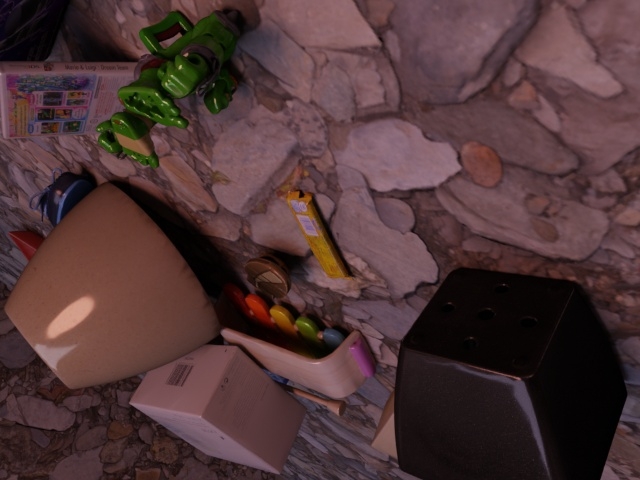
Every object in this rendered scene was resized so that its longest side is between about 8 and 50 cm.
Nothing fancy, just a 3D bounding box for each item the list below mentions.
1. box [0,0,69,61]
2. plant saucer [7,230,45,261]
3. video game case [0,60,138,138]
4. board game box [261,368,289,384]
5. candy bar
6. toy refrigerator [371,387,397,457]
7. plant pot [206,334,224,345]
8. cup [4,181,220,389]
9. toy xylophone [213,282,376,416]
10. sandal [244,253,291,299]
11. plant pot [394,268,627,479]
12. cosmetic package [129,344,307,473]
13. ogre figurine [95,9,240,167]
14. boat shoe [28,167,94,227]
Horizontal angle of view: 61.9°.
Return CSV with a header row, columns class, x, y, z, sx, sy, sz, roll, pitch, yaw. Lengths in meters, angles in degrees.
class,x,y,z,sx,sy,sz,roll,pitch,yaw
box,-0.351,-0.219,0.527,0.103,0.184,0.261,46,149,-19
plant saucer,-0.720,0.086,1.502,0.259,0.048,0.258,30,151,9
video game case,-0.289,-0.160,0.617,0.157,0.143,0.019,-27,76,58
board game box,-0.128,0.292,1.230,0.090,0.020,0.090,5,138,42
candy bar,0.000,0.000,0.666,0.040,0.018,0.162,7,141,34
toy refrigerator,0.159,0.274,0.841,0.102,0.094,0.270,21,150,10
plant pot,-0.296,0.205,1.182,0.237,0.110,0.237,25,151,15
cup,-0.363,0.105,0.891,0.331,0.237,0.331,37,151,25
toy xylophone,-0.055,0.197,0.950,0.322,0.081,0.236,18,147,27
sandal,-0.073,0.049,0.792,0.072,0.049,0.180,41,166,0
plant pot,0.181,0.135,0.535,0.187,0.188,0.167,7,128,40
cosmetic package,-0.189,0.312,1.005,0.223,0.138,0.225,-8,135,41
ogre figurine,-0.134,-0.144,0.486,0.096,0.118,0.197,33,153,-6
boat shoe,-0.478,-0.061,0.976,0.089,0.109,0.258,41,148,-5
